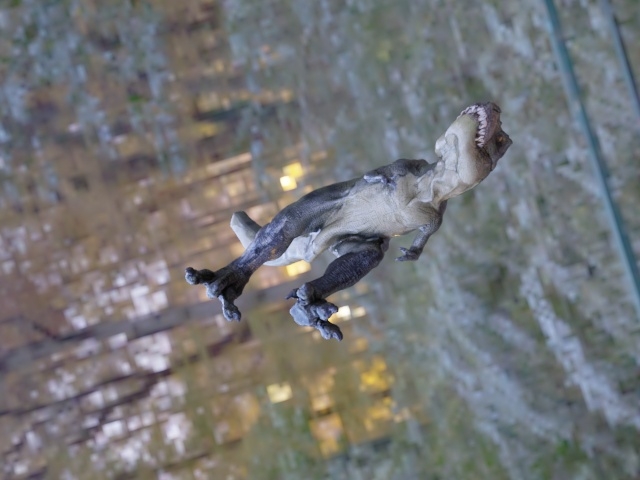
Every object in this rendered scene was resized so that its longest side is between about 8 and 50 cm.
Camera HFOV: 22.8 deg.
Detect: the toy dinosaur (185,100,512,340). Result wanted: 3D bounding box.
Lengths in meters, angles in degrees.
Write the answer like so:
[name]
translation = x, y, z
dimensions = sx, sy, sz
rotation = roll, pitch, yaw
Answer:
[toy dinosaur]
translation = 0.000, 0.000, 0.863
dimensions = 0.268, 0.118, 0.064
rotation = -18, 112, 52
